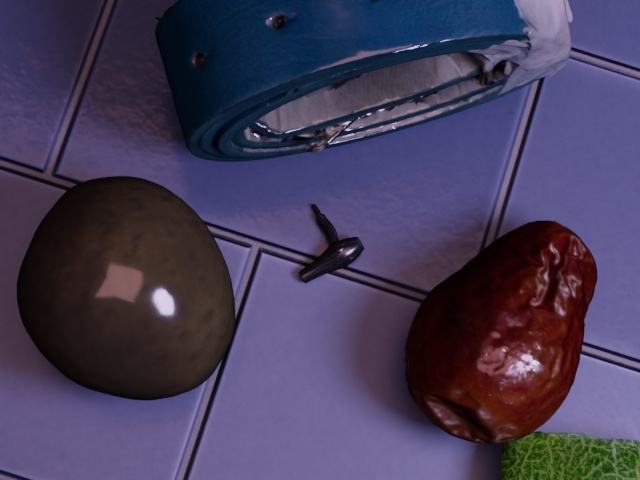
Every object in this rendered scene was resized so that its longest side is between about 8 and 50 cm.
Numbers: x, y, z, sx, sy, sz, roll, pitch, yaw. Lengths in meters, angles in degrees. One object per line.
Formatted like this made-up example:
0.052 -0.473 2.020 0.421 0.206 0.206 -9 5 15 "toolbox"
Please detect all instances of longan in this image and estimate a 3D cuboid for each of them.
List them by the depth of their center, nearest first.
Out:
-0.201 0.056 1.828 0.246 0.215 0.246 9 78 -43 "longan"

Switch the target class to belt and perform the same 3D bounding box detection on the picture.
0.049 -0.211 1.849 0.436 0.300 0.173 -18 79 -8 "belt"

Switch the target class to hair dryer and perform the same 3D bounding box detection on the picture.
0.000 0.000 1.945 0.079 0.031 0.083 -29 67 0 "hair dryer"

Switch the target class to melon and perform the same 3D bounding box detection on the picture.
0.279 0.372 1.827 0.196 0.124 0.323 5 76 5 "melon"

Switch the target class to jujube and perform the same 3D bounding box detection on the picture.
0.202 0.096 1.858 0.190 0.190 0.255 38 62 5 "jujube"
